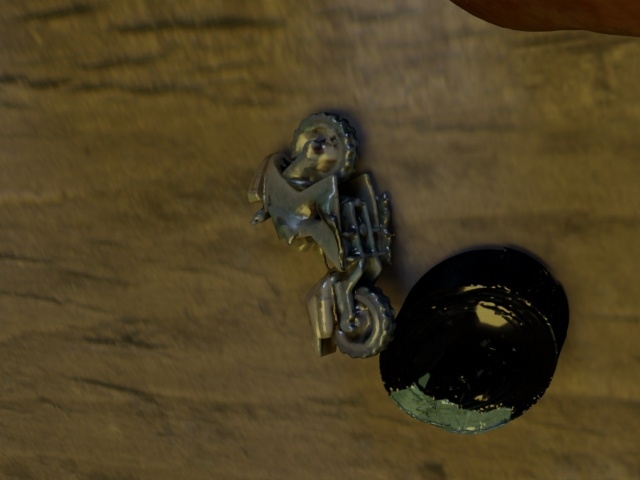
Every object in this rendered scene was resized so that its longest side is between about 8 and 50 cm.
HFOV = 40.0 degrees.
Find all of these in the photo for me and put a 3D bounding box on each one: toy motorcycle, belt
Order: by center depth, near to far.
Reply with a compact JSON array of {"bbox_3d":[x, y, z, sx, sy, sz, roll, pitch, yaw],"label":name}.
[{"bbox_3d":[0.141,0.099,0.821,0.151,0.078,0.198,40,128,-1],"label":"belt"},{"bbox_3d":[0.000,0.000,0.827,0.129,0.094,0.229,-13,87,35],"label":"toy motorcycle"}]

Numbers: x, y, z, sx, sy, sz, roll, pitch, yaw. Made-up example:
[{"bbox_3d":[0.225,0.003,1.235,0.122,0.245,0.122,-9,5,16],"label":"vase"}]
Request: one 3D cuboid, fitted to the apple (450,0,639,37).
[{"bbox_3d":[0.174,-0.265,0.397,0.391,0.391,0.347,1,113,30],"label":"apple"}]
